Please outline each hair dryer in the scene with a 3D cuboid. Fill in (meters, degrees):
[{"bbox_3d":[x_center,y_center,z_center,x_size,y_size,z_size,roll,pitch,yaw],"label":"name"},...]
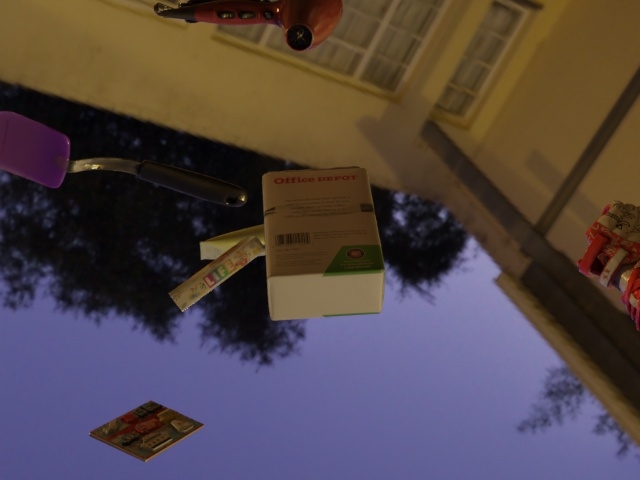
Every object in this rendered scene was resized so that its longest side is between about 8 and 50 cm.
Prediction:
[{"bbox_3d":[-0.078,-0.301,1.313,0.223,0.080,0.293,-26,-149,-24],"label":"hair dryer"}]

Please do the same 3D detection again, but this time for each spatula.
[{"bbox_3d":[-0.224,-0.081,1.072,0.296,0.084,0.030,11,-138,-16],"label":"spatula"}]

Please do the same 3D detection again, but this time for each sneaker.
[{"bbox_3d":[0.337,0.060,0.996,0.145,0.090,0.270,17,-137,7],"label":"sneaker"}]

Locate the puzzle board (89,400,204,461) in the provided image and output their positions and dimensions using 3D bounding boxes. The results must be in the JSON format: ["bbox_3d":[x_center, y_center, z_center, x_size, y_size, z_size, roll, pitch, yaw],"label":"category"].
[{"bbox_3d":[-0.232,0.253,1.291,0.096,0.011,0.128,17,-161,26],"label":"puzzle board"}]

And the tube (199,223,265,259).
[{"bbox_3d":[-0.080,-0.001,1.585,0.240,0.070,0.062,-9,-148,-10],"label":"tube"}]

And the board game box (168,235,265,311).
[{"bbox_3d":[-0.158,0.048,1.452,0.026,0.154,0.103,55,170,-7],"label":"board game box"}]

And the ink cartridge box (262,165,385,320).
[{"bbox_3d":[0.000,0.000,1.372,0.160,0.092,0.219,-3,-137,-2],"label":"ink cartridge box"}]
